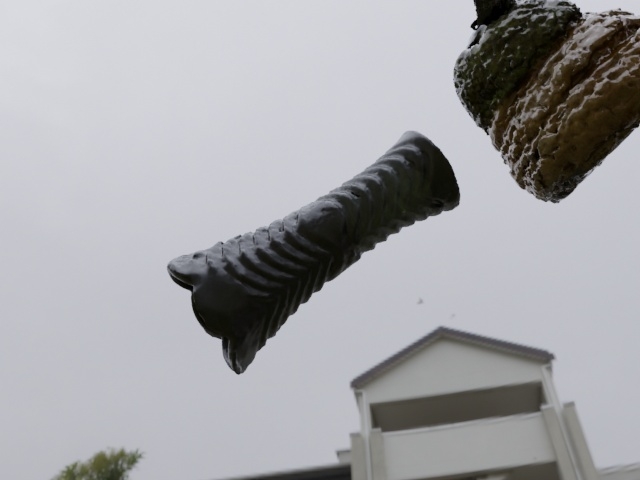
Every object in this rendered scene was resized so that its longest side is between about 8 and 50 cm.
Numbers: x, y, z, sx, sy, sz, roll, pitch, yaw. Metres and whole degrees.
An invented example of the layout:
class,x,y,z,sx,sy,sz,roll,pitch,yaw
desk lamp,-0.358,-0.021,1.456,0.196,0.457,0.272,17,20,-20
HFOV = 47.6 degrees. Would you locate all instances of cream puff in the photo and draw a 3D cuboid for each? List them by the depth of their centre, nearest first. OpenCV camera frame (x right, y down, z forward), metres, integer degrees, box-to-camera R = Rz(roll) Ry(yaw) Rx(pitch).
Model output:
class,x,y,z,sx,sy,sz,roll,pitch,yaw
cream puff,0.195,-0.143,0.622,0.169,0.183,0.183,45,-57,10

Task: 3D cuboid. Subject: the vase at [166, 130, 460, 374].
class,x,y,z,sx,sy,sz,roll,pitch,yaw
vase,0.000,0.000,0.604,0.237,0.115,0.115,-33,-51,-13
